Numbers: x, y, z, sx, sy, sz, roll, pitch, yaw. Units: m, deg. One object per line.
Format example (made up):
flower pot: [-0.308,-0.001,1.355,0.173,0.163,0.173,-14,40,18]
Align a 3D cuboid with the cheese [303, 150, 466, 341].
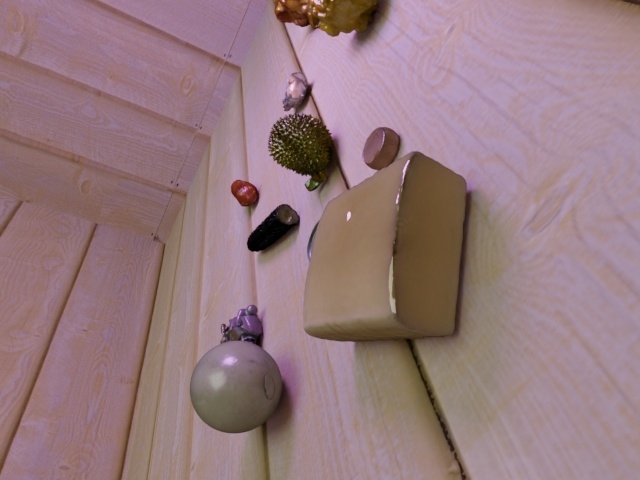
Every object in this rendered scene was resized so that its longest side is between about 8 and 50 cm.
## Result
cheese: [0.085,0.029,0.733,0.265,0.123,0.243,-24,47,59]

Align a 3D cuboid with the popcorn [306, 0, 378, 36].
popcorn: [0.054,-0.597,1.222,0.197,0.197,0.156,-123,40,-62]

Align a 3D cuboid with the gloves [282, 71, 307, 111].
gloves: [-0.086,-0.479,1.571,0.153,0.070,0.114,-177,97,-73]

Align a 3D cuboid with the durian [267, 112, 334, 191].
durian: [-0.046,-0.237,1.184,0.146,0.159,0.198,-49,33,18]

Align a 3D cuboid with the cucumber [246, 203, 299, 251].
cucumber: [-0.149,-0.019,1.360,0.300,0.072,0.072,-36,41,56]

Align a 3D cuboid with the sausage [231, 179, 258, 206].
sausage: [-0.277,-0.174,1.740,0.089,0.089,0.179,-67,25,9]

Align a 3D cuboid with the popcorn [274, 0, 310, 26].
popcorn: [-0.048,-0.898,1.639,0.332,0.225,0.265,-51,23,14]

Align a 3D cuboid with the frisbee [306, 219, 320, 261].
frisbee: [0.000,0.000,1.077,0.110,0.014,0.110,-45,35,44]

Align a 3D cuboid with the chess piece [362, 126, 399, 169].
chess piece: [0.116,-0.177,0.928,0.083,0.038,0.084,-44,35,42]

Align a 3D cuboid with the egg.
egg: [-0.179,0.307,1.017,0.253,0.186,0.187,-21,54,58]

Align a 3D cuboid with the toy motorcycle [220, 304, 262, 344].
toy motorcycle: [-0.209,0.243,1.282,0.225,0.073,0.152,-5,66,64]
